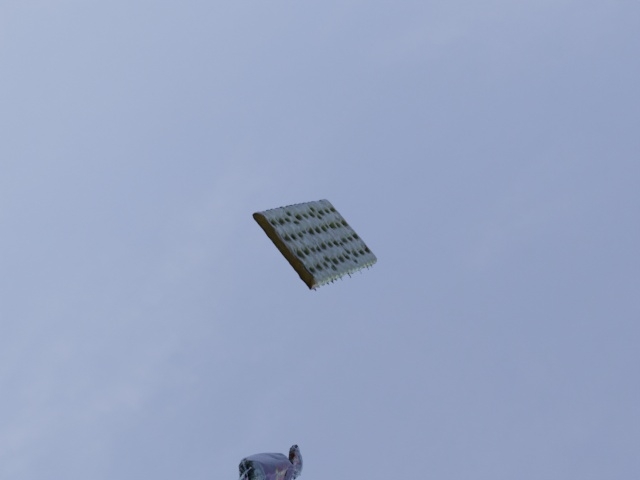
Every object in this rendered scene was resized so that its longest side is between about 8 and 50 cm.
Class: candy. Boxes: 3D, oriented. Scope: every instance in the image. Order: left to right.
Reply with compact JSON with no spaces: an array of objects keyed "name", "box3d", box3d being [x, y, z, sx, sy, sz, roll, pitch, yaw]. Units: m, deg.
[{"name":"candy","box3d":[-0.064,0.270,1.037,0.043,0.175,0.045,3,-95,21]}]

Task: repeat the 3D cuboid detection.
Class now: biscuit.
[{"name":"biscuit","box3d":[0.000,0.000,1.270,0.016,0.231,0.139,-45,-103,23]}]
